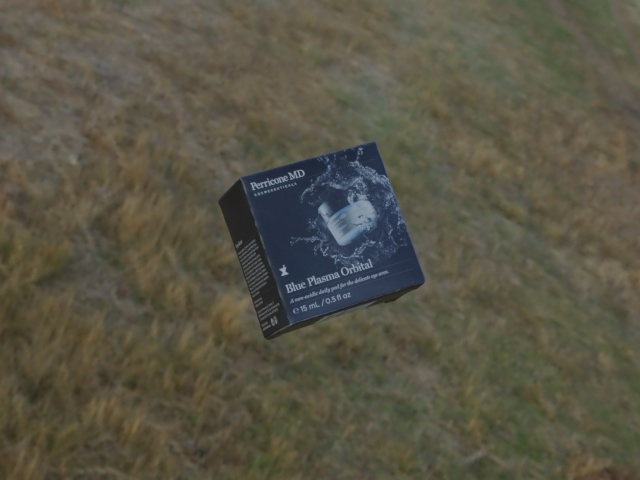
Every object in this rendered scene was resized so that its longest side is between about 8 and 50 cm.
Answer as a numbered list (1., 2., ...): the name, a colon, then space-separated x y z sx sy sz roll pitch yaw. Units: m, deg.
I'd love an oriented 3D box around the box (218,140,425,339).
1. box: 0.000 0.000 1.333 0.156 0.093 0.158 -17 82 -21
